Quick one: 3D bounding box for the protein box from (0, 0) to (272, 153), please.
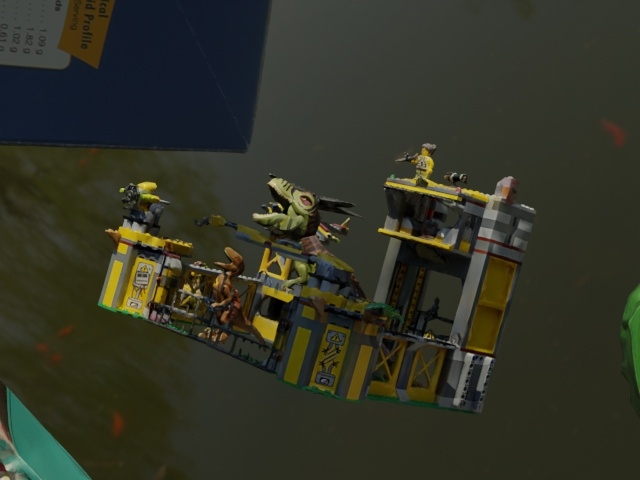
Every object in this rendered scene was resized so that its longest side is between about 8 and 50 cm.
[{"bbox_3d":[-0.126,-0.139,0.358,0.136,0.201,0.199,24,109,48],"label":"protein box"}]

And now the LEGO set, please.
[{"bbox_3d":[0.000,0.000,0.872,0.331,0.255,0.192,15,89,53],"label":"LEGO set"}]

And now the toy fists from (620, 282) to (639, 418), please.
[{"bbox_3d":[0.294,0.159,0.861,0.096,0.279,0.142,-16,-5,6],"label":"toy fists"}]

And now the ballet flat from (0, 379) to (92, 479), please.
[{"bbox_3d":[-0.207,0.108,0.636,0.077,0.241,0.091,-32,30,0],"label":"ballet flat"}]
